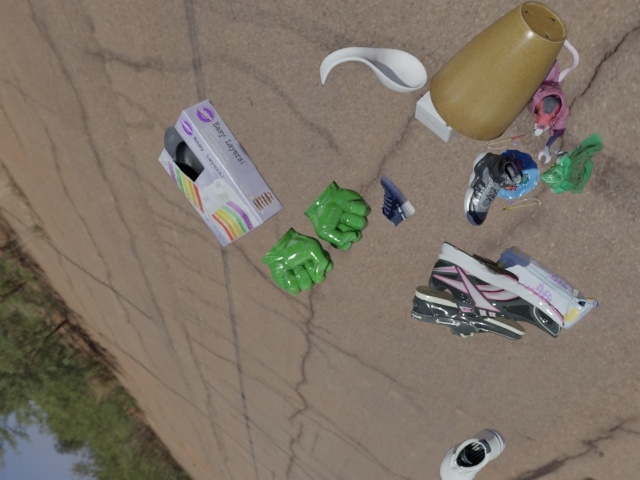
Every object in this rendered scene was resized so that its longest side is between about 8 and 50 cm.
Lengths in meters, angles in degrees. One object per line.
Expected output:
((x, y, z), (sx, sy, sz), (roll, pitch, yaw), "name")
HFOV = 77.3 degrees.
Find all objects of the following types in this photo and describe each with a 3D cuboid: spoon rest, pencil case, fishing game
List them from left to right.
((0.142, -0.434, 1.008), (0.277, 0.137, 0.084), (-3, 156, -12), "spoon rest")
((0.682, -0.236, 1.445), (0.189, 0.041, 0.263), (-5, 107, 43), "fishing game")
((0.641, 0.131, 1.162), (0.273, 0.113, 0.124), (46, -172, 39), "pencil case")

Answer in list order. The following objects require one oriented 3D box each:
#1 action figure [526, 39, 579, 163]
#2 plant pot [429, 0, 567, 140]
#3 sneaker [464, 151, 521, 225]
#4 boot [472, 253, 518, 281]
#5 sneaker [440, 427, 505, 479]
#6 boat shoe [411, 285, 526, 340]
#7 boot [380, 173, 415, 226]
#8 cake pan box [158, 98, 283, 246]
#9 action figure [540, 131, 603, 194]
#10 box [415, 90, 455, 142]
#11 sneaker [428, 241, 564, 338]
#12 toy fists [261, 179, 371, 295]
((0.687, -0.421, 1.198), (0.248, 0.370, 0.275), (38, 128, -7), "action figure")
((0.425, -0.408, 0.938), (0.237, 0.237, 0.254), (41, 152, 3), "plant pot")
((0.599, -0.177, 1.395), (0.153, 0.102, 0.268), (20, 103, 62), "sneaker")
((0.463, 0.142, 1.134), (0.084, 0.246, 0.161), (19, 101, 0), "boot")
((0.401, 0.610, 1.121), (0.094, 0.092, 0.257), (56, 132, 42), "sneaker")
((0.314, 0.170, 0.868), (0.233, 0.084, 0.078), (17, 104, 20), "boat shoe")
((0.220, -0.118, 1.243), (0.190, 0.086, 0.069), (42, -169, -36), "boot")
((-0.222, -0.129, 0.848), (0.246, 0.070, 0.266), (-20, 107, 54), "cake pan box")
((0.505, -0.145, 0.816), (0.064, 0.232, 0.137), (16, 116, 42), "action figure")
((0.507, -0.528, 1.599), (0.182, 0.181, 0.119), (46, 178, 15), "box")
((0.221, 0.077, 0.524), (0.072, 0.077, 0.178), (21, -168, -47), "sneaker")
((0.000, 0.000, 0.914), (0.142, 0.279, 0.096), (42, 176, -4), "toy fists")
